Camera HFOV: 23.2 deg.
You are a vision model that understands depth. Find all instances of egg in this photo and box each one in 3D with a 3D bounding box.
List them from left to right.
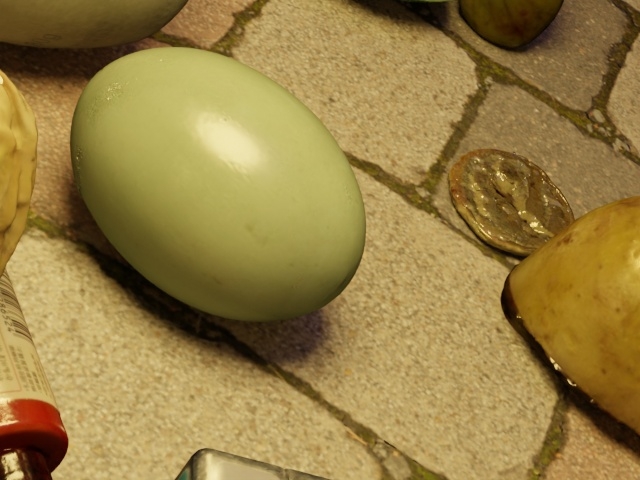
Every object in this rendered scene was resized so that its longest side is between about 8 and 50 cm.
[{"bbox_3d":[-0.088,-0.048,1.340,0.282,0.203,0.203,37,39,0],"label":"egg"}]

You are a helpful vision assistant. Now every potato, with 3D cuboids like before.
[{"bbox_3d":[0.344,0.066,1.532,0.242,0.242,0.285,-17,58,-44],"label":"potato"}]

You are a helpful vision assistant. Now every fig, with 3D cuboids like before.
[{"bbox_3d":[0.232,-0.325,1.896,0.144,0.154,0.166,44,-6,27],"label":"fig"}]

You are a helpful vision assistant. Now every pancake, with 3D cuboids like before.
[{"bbox_3d":[0.207,-0.037,1.683,0.158,0.028,0.158,18,45,-19],"label":"pancake"}]

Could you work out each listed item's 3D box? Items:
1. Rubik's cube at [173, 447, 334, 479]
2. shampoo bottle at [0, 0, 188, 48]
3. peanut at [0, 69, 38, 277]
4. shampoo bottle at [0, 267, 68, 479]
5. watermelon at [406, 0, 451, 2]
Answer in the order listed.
[{"bbox_3d":[-0.005,0.341,0.935,0.287,0.292,0.293,18,40,-20],"label":"Rubik's cube"},{"bbox_3d":[-0.249,-0.334,1.430,0.317,0.322,0.322,19,41,-31],"label":"shampoo bottle"},{"bbox_3d":[-0.312,0.010,1.073,0.149,0.313,0.149,46,2,-2],"label":"peanut"},{"bbox_3d":[-0.249,0.116,1.135,0.104,0.104,0.278,-1,50,-36],"label":"shampoo bottle"},{"bbox_3d":[0.062,-0.378,1.828,0.260,0.176,0.256,-13,47,-17],"label":"watermelon"}]
